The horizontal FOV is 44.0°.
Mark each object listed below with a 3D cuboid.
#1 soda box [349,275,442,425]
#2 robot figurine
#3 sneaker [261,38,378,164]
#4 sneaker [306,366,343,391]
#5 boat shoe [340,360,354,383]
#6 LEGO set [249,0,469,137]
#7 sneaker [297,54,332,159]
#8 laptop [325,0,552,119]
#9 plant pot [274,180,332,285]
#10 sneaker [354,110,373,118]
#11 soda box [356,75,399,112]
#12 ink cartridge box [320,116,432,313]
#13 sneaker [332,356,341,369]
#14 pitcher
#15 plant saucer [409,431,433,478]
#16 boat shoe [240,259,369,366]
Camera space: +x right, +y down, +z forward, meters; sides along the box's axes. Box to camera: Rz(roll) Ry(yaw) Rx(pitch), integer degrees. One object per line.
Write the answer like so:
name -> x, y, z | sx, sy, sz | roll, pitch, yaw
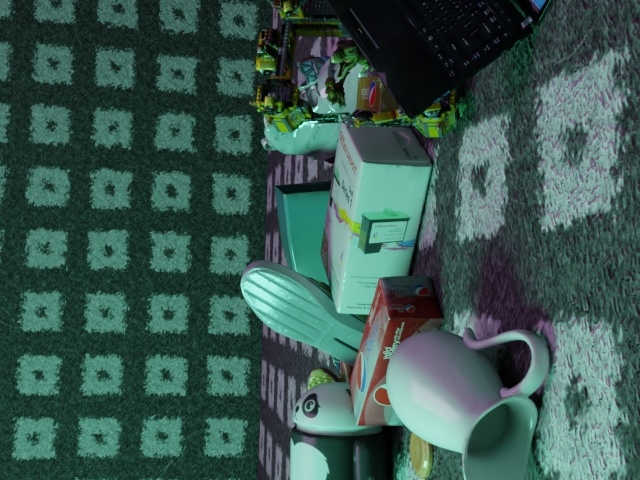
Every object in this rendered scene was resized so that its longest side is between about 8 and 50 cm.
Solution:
soda box -> 0.111, 0.178, 1.237 | 0.092, 0.083, 0.263 | -99, 15, -48
robot figurine -> 0.029, 0.387, 1.375 | 0.173, 0.209, 0.278 | 9, -99, -62
sneaker -> -0.006, -0.285, 1.614 | 0.366, 0.210, 0.138 | 109, 160, -56
sneaker -> 0.022, 0.296, 1.566 | 0.084, 0.069, 0.186 | -95, -17, -50
boat shoe -> 0.063, 0.238, 1.537 | 0.059, 0.062, 0.170 | 126, 144, -61
LEGO set -> 0.044, -0.271, 1.063 | 0.192, 0.331, 0.255 | 50, -128, -72
sneaker -> -0.027, -0.331, 1.966 | 0.104, 0.125, 0.262 | -112, 27, -67
laptop -> 0.130, -0.315, 0.866 | 0.234, 0.264, 0.136 | 60, -168, 24
plant pot -> 0.000, 0.000, 1.693 | 0.165, 0.165, 0.235 | -135, 40, -76
sneaker -> 0.074, -0.152, 1.553 | 0.121, 0.079, 0.217 | -95, 21, -49
soda box -> 0.111, -0.257, 1.399 | 0.181, 0.058, 0.061 | -132, 45, -76
ink cartridge box -> 0.085, -0.045, 1.332 | 0.201, 0.117, 0.278 | -107, 22, -60
sneaker -> 0.052, 0.207, 1.665 | 0.058, 0.052, 0.135 | 93, -177, -73
pitcher -> 0.167, 0.160, 0.899 | 0.178, 0.125, 0.207 | -65, 25, 7
plant saucer -> 0.150, 0.315, 1.190 | 0.083, 0.013, 0.084 | -178, 90, -80
boat shoe -> -0.011, 0.123, 1.390 | 0.109, 0.302, 0.094 | -46, 22, 23
